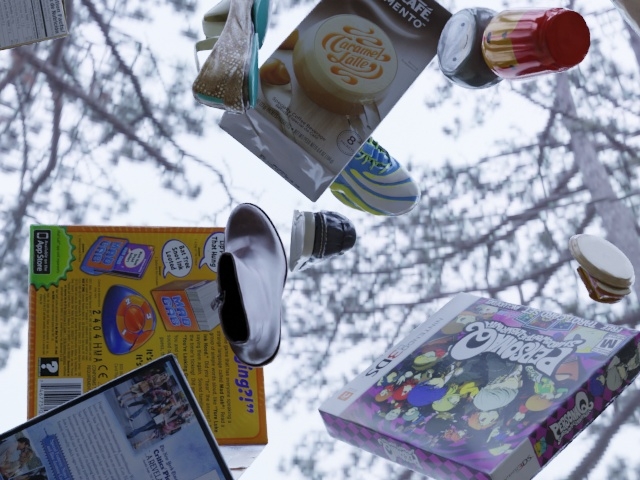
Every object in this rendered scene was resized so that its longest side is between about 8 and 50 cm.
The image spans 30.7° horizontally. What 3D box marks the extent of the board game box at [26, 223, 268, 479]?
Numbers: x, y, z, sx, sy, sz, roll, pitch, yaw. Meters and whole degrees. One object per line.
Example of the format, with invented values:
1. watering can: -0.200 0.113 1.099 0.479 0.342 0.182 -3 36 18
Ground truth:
1. board game box: -0.298 0.203 1.908 0.356 0.356 0.356 1 -22 -13

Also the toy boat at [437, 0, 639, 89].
1. toy boat: 0.235 -0.230 0.941 0.318 0.148 0.267 -40 -70 -18

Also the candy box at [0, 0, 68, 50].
1. candy box: -0.322 -0.181 0.980 0.109 0.187 0.053 10 -67 40

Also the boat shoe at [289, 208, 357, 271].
1. boat shoe: 0.000 0.000 1.341 0.065 0.206 0.075 2 -92 -6

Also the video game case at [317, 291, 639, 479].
1. video game case: 0.145 0.133 1.061 0.232 0.210 0.041 12 -49 52

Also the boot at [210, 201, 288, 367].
1. boot: -0.097 0.041 1.549 0.090 0.248 0.207 -9 -18 4

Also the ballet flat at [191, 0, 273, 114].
1. ballet flat: -0.087 -0.198 1.130 0.067 0.206 0.073 3 -50 4

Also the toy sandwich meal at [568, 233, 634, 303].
1. toy sandwich meal: 0.283 0.028 1.183 0.086 0.085 0.029 21 -56 -15

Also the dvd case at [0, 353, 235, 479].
1. dvd case: -0.212 0.230 1.056 0.253 0.180 0.022 -25 -29 -10

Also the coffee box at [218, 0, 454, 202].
1. coffee box: 0.023 -0.183 1.279 0.141 0.246 0.098 39 -23 -1

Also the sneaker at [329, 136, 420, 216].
1. sneaker: 0.036 -0.107 1.472 0.240 0.091 0.126 28 -12 -13
